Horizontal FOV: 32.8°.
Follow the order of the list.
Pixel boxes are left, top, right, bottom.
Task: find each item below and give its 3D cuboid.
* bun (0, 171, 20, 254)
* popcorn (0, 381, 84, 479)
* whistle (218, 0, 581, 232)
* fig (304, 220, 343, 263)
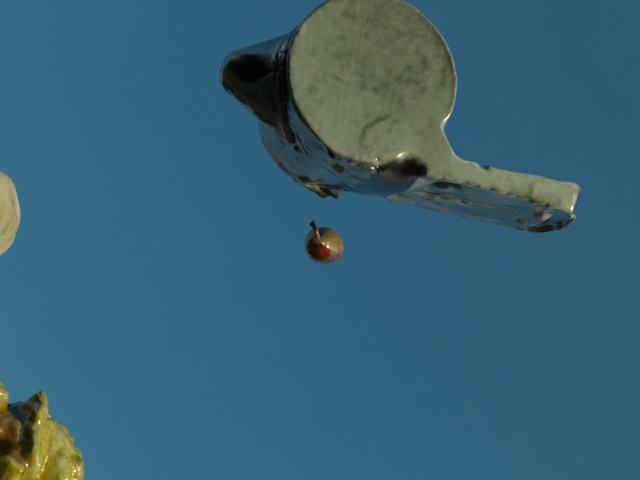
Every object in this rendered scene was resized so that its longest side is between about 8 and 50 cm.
[{"bbox_3d":[-0.564,-0.019,1.659,0.220,0.220,0.134,-30,-102,39],"label":"bun"},{"bbox_3d":[-0.517,0.377,1.816,0.250,0.235,0.242,29,-55,-29],"label":"popcorn"},{"bbox_3d":[0.087,-0.106,1.193,0.404,0.188,0.168,43,-16,-5],"label":"whistle"},{"bbox_3d":[0.000,0.000,1.364,0.050,0.050,0.083,25,-13,20],"label":"fig"}]
